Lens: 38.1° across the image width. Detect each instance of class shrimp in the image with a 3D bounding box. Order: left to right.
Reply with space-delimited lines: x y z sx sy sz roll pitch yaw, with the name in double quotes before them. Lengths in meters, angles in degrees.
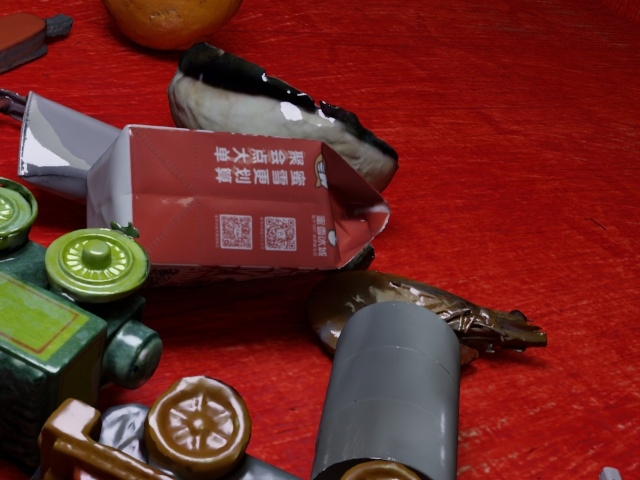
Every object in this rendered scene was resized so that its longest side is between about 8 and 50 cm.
"shrimp" 0.123 0.104 1.027 0.287 0.062 0.152 12 34 -6

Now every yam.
"yam" 0.000 0.000 1.134 0.132 0.054 0.054 28 33 16

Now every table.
"table" 0.063 0.166 0.837 0.126 0.126 0.220 18 31 -1

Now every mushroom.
"mushroom" -0.070 -0.134 1.216 0.344 0.130 0.247 32 -10 22

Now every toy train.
"toy train" -0.274 0.063 0.796 0.272 0.159 0.188 26 38 11
"toy train" -0.047 0.252 0.624 0.369 0.163 0.231 23 40 7

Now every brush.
"brush" -0.460 -0.287 1.338 0.070 0.051 0.323 22 31 11

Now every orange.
"orange" -0.236 -0.424 1.487 0.246 0.246 0.246 14 32 -9

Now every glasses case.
"glasses case" -0.209 -0.060 1.077 0.308 0.083 0.128 21 48 -21

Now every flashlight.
"flashlight" 0.295 0.261 0.914 0.018 0.018 0.083 14 31 -7

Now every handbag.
"handbag" -0.087 -0.026 0.981 0.298 0.171 0.151 1 78 -27

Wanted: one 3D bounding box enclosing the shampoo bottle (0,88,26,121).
"shampoo bottle" -0.449 -0.127 1.076 0.153 0.071 0.284 29 34 13
